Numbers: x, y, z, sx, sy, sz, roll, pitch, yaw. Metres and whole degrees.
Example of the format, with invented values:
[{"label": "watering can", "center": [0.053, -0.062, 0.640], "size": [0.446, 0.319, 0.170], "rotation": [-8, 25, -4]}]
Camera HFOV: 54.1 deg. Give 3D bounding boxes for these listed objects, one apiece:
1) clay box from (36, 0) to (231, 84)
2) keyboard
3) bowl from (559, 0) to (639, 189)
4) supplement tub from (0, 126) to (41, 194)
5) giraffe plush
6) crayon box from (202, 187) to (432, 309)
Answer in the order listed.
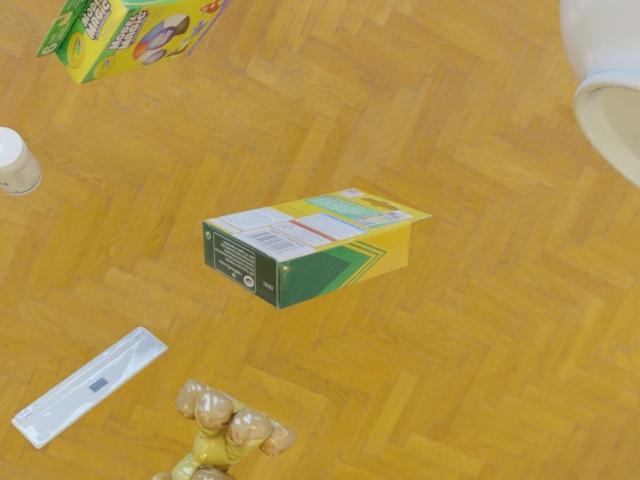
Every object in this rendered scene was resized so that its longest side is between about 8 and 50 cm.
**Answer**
[{"label": "clay box", "center": [-0.208, -0.252, 0.726], "size": [0.127, 0.222, 0.053], "rotation": [-35, 94, 39]}, {"label": "keyboard", "center": [-0.370, 0.232, 1.028], "size": [0.072, 0.014, 0.256], "rotation": [35, 49, 20]}, {"label": "bowl", "center": [0.251, -0.096, 0.372], "size": [0.298, 0.298, 0.134], "rotation": [40, 93, -13]}, {"label": "supplement tub", "center": [-0.483, -0.121, 0.974], "size": [0.070, 0.107, 0.071], "rotation": [2, 70, -7]}, {"label": "giraffe plush", "center": [-0.158, 0.317, 0.924], "size": [0.181, 0.210, 0.171], "rotation": [29, 75, -10]}, {"label": "crayon box", "center": [0.000, 0.000, 1.020], "size": [0.322, 0.203, 0.083], "rotation": [-16, 117, -37]}]
